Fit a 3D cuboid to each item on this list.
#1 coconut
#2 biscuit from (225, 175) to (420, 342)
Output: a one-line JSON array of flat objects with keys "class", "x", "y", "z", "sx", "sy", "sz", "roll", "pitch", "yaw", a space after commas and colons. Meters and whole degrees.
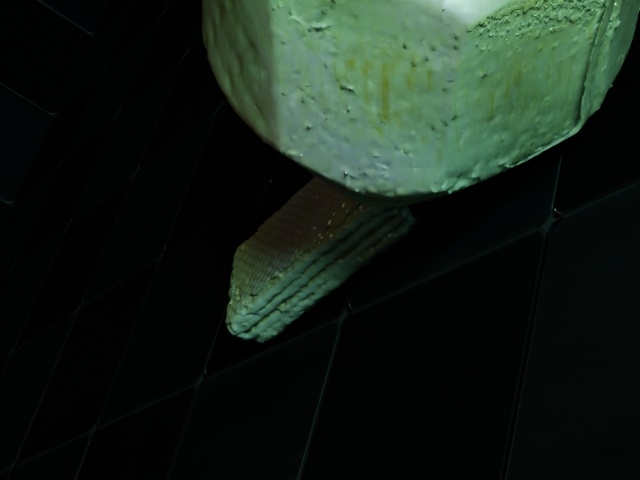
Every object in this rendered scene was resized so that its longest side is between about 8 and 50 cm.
[{"class": "coconut", "x": 0.079, "y": -0.208, "z": 0.909, "sx": 0.352, "sy": 0.353, "sz": 0.352, "roll": -44, "pitch": 26, "yaw": 29}, {"class": "biscuit", "x": 0.000, "y": 0.000, "z": 1.106, "sx": 0.239, "sy": 0.062, "sz": 0.108, "roll": -41, "pitch": 30, "yaw": 37}]
